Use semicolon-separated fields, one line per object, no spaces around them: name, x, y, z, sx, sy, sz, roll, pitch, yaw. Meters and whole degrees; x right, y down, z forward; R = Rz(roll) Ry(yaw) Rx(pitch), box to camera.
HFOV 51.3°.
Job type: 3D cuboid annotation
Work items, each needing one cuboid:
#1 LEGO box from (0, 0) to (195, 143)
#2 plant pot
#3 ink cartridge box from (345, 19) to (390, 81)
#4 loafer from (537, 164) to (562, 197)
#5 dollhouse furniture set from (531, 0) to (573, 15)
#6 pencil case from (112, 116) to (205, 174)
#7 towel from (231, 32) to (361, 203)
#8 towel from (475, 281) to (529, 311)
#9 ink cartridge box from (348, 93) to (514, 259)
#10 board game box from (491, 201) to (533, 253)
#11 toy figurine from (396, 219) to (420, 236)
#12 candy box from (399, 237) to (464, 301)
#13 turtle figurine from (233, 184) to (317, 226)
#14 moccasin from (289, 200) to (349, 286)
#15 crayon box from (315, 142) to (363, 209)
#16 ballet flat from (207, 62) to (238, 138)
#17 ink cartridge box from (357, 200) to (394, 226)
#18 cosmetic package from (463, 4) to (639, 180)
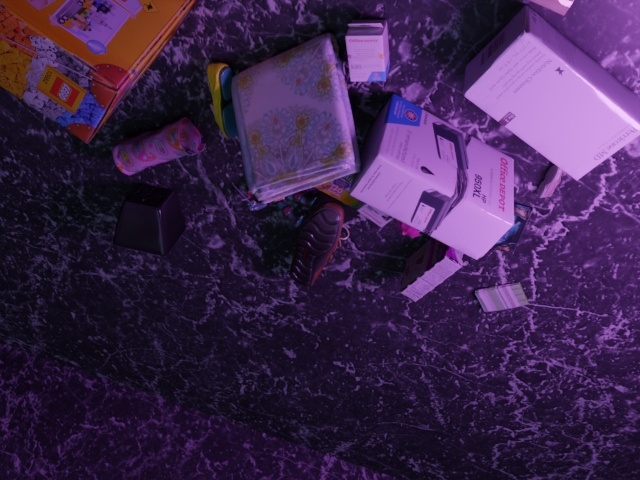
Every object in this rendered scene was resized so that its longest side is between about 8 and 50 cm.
LEGO box;-0.548;-0.524;1.528;0.373;0.500;0.193;35;133;-16
plant pot;-0.567;-0.081;2.222;0.188;0.188;0.166;13;123;6
ink cartridge box;0.119;-0.479;1.652;0.092;0.089;0.143;4;134;14
loafer;0.641;-0.164;1.840;0.039;0.045;0.125;4;144;-10
dollhouse furniture set;0.509;-0.612;1.341;0.212;0.161;0.242;22;136;-4
pencil case;-0.495;-0.282;2.029;0.284;0.124;0.124;-12;129;26
towel;-0.068;-0.311;1.739;0.321;0.374;0.090;-15;171;27
towel;0.604;0.188;2.219;0.152;0.023;0.113;-15;130;27
ink cartridge box;0.305;-0.170;1.761;0.395;0.285;0.166;26;135;-10
board game box;0.545;-0.043;1.998;0.126;0.026;0.186;13;136;5
toy figurine;0.283;-0.086;1.944;0.130;0.159;0.173;33;134;-16
candy box;0.351;0.068;2.077;0.071;0.159;0.233;32;135;-13
turtle figurine;-0.138;-0.149;2.054;0.234;0.118;0.175;33;92;3
moccasin;0.003;0.001;2.152;0.139;0.147;0.380;27;142;11
crayon box;0.077;-0.203;1.948;0.279;0.081;0.165;27;136;-11
ballet flat;-0.279;-0.399;1.885;0.077;0.077;0.230;23;138;26
ink cartridge box;0.186;-0.110;1.907;0.099;0.056;0.135;33;134;-20
cosmetic package;0.557;-0.346;1.597;0.385;0.156;0.217;32;133;-13
